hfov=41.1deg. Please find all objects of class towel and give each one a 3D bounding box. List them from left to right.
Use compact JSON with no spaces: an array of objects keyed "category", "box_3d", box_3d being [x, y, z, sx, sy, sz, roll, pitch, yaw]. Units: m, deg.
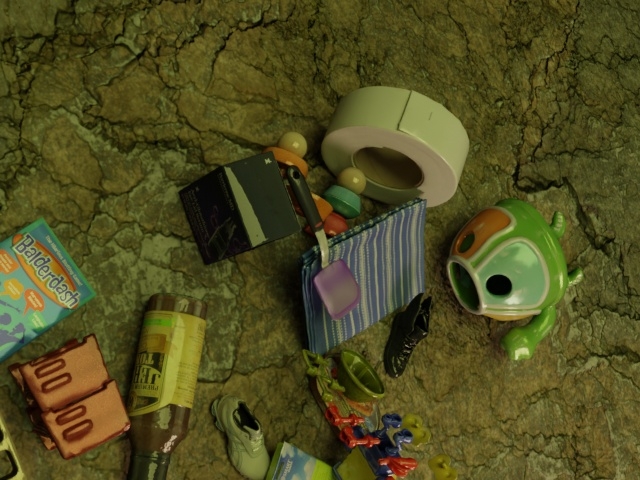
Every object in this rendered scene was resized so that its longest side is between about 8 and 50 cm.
[{"category":"towel","box_3d":[0.093,0.075,1.682,0.336,0.040,0.243,-26,127,-33]}]

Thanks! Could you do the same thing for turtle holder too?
[{"category":"turtle holder","box_3d":[0.403,0.076,1.862,0.227,0.243,0.320,-27,134,-20]}]

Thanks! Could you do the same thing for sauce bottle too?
[{"category":"sauce bottle","box_3d":[-0.266,0.263,1.434,0.111,0.111,0.345,17,68,-28]}]

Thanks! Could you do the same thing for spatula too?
[{"category":"spatula","box_3d":[0.000,0.000,1.513,0.084,0.030,0.297,-34,117,-29]}]

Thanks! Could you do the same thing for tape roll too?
[{"category":"tape roll","box_3d":[0.148,-0.181,1.700,0.286,0.286,0.100,33,63,-22]}]

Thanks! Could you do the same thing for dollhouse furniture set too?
[{"category":"dollhouse furniture set","box_3d":[-0.486,0.282,1.245,0.374,0.201,0.152,-24,93,-28]}]

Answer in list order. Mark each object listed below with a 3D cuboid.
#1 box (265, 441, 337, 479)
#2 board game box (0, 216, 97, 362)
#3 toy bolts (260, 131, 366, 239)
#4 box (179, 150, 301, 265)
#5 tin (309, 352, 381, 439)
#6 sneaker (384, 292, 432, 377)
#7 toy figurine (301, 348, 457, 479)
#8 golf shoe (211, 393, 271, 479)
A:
[{"category":"box","box_3d":[-0.038,0.443,1.553,0.178,0.042,0.109,39,60,-38]},{"category":"board game box","box_3d":[-0.492,0.084,1.369,0.210,0.047,0.160,-40,101,-34]},{"category":"toy bolts","box_3d":[0.002,-0.106,1.640,0.228,0.218,0.159,32,77,-30]},{"category":"box","box_3d":[-0.147,-0.055,1.526,0.108,0.207,0.153,-20,89,-32]},{"category":"tin","box_3d":[0.048,0.310,1.670,0.106,0.040,0.190,-32,97,-38]},{"category":"sneaker","box_3d":[0.183,0.195,1.751,0.051,0.089,0.170,23,67,-26]},{"category":"toy figurine","box_3d":[0.058,0.391,1.547,0.191,0.217,0.362,6,32,-36]},{"category":"golf shoe","box_3d":[-0.129,0.355,1.516,0.069,0.086,0.176,-35,100,-35]}]
